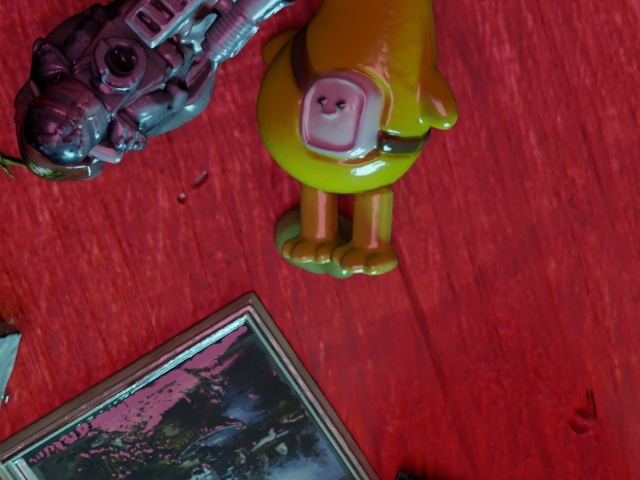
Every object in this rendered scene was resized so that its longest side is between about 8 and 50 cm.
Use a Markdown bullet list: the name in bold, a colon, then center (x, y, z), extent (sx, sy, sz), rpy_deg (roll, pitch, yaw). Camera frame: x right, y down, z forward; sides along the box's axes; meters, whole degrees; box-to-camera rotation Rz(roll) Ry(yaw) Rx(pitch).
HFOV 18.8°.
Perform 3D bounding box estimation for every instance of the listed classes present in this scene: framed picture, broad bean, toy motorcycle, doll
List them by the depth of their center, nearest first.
- **toy motorcycle**: center (-0.123, -0.172, 1.508), extent (0.134, 0.207, 0.401), rpy_deg (47, 116, 0)
- **doll**: center (0.032, -0.156, 1.581), extent (0.199, 0.145, 0.363), rpy_deg (11, 106, 32)
- **broad bean**: center (0.000, 0.000, 1.683), extent (0.083, 0.045, 0.063), rpy_deg (24, 116, 1)
- **framed picture**: center (-0.123, 0.213, 1.755), extent (0.296, 0.019, 0.232), rpy_deg (-32, 104, 9)

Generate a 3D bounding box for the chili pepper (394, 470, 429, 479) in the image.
- **chili pepper**: center (0.162, 0.279, 1.760), extent (0.227, 0.059, 0.088), rpy_deg (19, 120, -11)

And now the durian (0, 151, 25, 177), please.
- **durian**: center (-0.347, -0.113, 1.647), extent (0.215, 0.086, 0.100), rpy_deg (16, 139, -1)

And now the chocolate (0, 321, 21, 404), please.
- **chocolate**: center (-0.351, 0.163, 1.604), extent (0.100, 0.303, 0.185), rpy_deg (21, 106, 11)
